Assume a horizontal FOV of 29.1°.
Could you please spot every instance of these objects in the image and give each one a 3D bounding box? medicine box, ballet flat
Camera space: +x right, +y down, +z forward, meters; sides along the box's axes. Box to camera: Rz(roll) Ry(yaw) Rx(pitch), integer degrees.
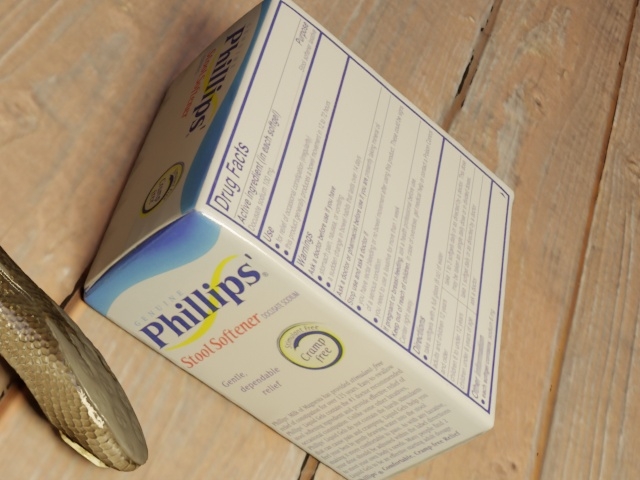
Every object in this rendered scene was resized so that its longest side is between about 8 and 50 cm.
[{"bbox_3d":[0.000,0.000,0.976,0.289,0.149,0.263,37,41,-21],"label":"medicine box"},{"bbox_3d":[-0.202,0.057,0.800,0.250,0.058,0.084,53,2,-11],"label":"ballet flat"}]
